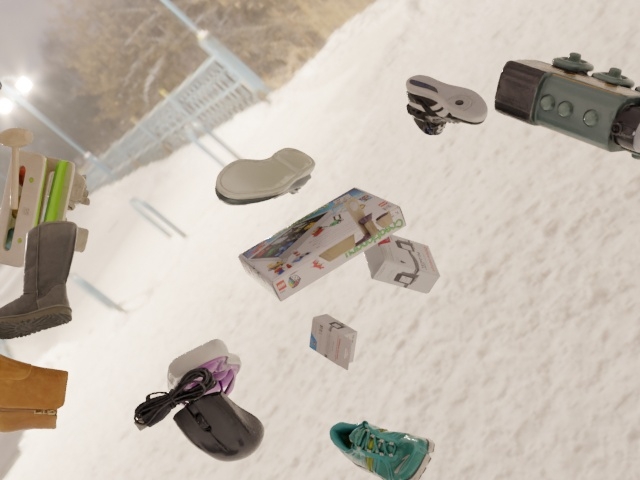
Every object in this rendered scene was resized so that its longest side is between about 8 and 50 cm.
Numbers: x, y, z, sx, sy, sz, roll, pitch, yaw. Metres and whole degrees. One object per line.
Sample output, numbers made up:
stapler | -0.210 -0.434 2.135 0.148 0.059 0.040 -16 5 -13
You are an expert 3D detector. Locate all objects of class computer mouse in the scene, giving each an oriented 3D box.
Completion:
computer mouse | -0.213 0.367 1.638 0.188 0.272 0.072 -34 39 17

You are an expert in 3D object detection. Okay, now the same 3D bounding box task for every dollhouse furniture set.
dollhouse furniture set | 0.041 -0.028 1.371 0.114 0.081 0.091 -30 -4 -34

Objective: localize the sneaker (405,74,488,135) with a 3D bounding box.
sneaker | 0.275 -0.269 1.808 0.079 0.121 0.217 -33 46 -23

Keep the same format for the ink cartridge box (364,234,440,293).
ink cartridge box | 0.180 0.047 1.872 0.063 0.150 0.109 -58 29 32

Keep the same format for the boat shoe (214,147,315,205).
boat shoe | -0.119 -0.112 1.765 0.319 0.116 0.099 -31 -27 -57

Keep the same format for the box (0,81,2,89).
box | -0.558 -0.224 0.883 0.296 0.294 0.183 -37 -10 -16

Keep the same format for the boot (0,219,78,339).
boot | -0.537 0.069 1.547 0.076 0.189 0.209 86 172 -61

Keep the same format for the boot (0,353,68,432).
boot | -0.591 0.248 1.607 0.104 0.211 0.295 -114 30 -54

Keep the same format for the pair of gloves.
pair of gloves | -0.729 -0.078 2.386 0.204 0.042 0.240 -5 -78 -69

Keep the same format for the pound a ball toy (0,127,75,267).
pound a ball toy | -0.713 -0.100 1.989 0.208 0.135 0.319 8 -87 -70

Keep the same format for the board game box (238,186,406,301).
board game box | 0.000 0.000 1.720 0.305 0.053 0.193 -31 26 -15

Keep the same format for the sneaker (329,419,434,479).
sneaker | 0.108 0.394 1.577 0.275 0.110 0.107 -13 44 59

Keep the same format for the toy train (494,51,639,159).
toy train | 0.466 -0.233 1.467 0.334 0.190 0.142 33 123 41

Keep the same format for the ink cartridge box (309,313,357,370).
ink cartridge box | 0.049 0.303 2.512 0.180 0.060 0.104 27 116 44

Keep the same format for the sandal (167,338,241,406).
sandal | -0.244 0.309 1.798 0.169 0.102 0.416 -26 -15 -6
